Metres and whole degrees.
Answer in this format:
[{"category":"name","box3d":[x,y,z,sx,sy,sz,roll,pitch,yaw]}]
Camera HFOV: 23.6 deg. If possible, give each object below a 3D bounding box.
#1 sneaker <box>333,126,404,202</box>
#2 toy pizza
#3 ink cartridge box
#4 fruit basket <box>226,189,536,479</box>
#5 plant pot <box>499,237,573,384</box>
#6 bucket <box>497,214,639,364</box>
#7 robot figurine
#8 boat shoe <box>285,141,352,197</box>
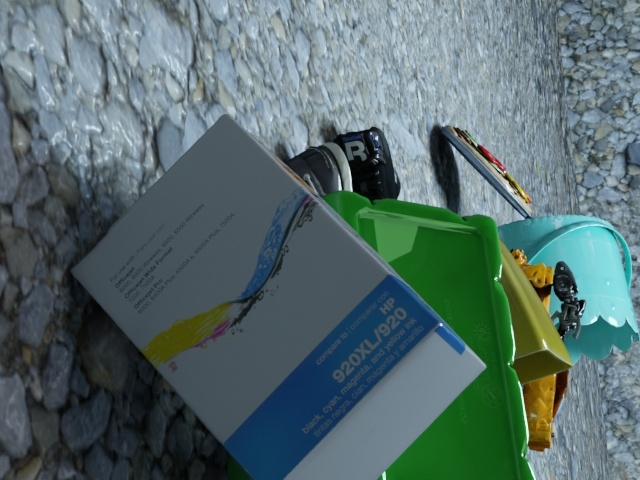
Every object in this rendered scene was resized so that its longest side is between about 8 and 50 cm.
[{"category":"sneaker","box3d":[0.046,-0.060,1.770,0.217,0.079,0.121,-82,155,-64]},{"category":"toy pizza","box3d":[0.264,-0.110,2.369,0.201,0.032,0.201,45,5,-5]},{"category":"ink cartridge box","box3d":[-0.028,0.058,1.131,0.232,0.168,0.171,45,2,23]},{"category":"fruit basket","box3d":[0.029,0.172,1.399,0.283,0.392,0.392,9,68,-27]},{"category":"plant pot","box3d":[0.171,0.093,1.909,0.212,0.212,0.187,29,43,-69]},{"category":"bucket","box3d":[0.358,0.083,2.406,0.281,0.281,0.183,40,41,-66]},{"category":"robot figurine","box3d":[0.269,0.151,2.201,0.085,0.211,0.291,74,23,-63]},{"category":"boat shoe","box3d":[0.000,0.000,1.644,0.065,0.075,0.206,-17,109,-29]}]
